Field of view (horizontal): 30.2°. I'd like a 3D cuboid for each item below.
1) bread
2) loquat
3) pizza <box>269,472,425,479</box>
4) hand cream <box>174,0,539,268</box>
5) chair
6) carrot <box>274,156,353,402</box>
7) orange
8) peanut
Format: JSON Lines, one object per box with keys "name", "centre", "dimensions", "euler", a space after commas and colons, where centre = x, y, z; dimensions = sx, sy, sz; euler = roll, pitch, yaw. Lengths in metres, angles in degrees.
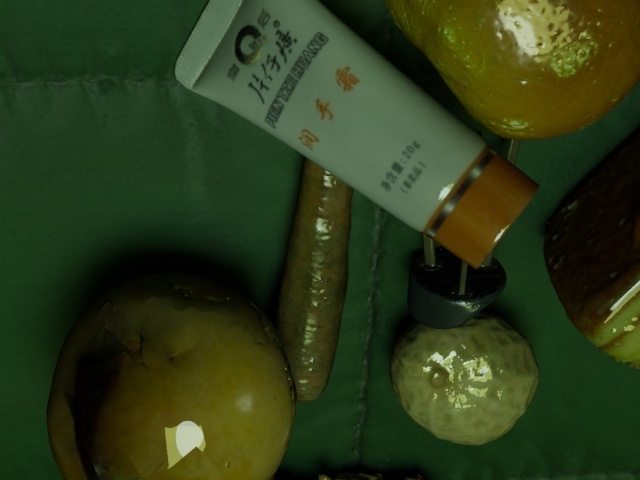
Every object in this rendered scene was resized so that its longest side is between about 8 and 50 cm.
{"name": "bread", "centre": [0.311, -0.021, 1.050], "dimensions": [0.110, 0.184, 0.234], "euler": [33, 112, -22]}
{"name": "loquat", "centre": [-0.133, 0.142, 1.071], "dimensions": [0.235, 0.235, 0.235], "euler": [-4, 124, -6]}
{"name": "pizza", "centre": [-0.029, 0.347, 1.318], "dimensions": [0.288, 0.074, 0.251], "euler": [10, 122, -13]}
{"name": "hand cream", "centre": [0.032, -0.108, 0.964], "dimensions": [0.314, 0.089, 0.139], "euler": [35, 116, 10]}
{"name": "chair", "centre": [0.135, -0.028, 1.079], "dimensions": [0.095, 0.104, 0.221], "euler": [-10, 124, -23]}
{"name": "carrot", "centre": [-0.001, 0.000, 1.096], "dimensions": [0.070, 0.070, 0.342], "euler": [3, 118, -10]}
{"name": "orange", "centre": [0.158, -0.185, 0.910], "dimensions": [0.179, 0.158, 0.237], "euler": [-36, 107, -5]}
{"name": "peanut", "centre": [0.142, 0.134, 1.175], "dimensions": [0.159, 0.109, 0.140], "euler": [24, 103, -27]}
